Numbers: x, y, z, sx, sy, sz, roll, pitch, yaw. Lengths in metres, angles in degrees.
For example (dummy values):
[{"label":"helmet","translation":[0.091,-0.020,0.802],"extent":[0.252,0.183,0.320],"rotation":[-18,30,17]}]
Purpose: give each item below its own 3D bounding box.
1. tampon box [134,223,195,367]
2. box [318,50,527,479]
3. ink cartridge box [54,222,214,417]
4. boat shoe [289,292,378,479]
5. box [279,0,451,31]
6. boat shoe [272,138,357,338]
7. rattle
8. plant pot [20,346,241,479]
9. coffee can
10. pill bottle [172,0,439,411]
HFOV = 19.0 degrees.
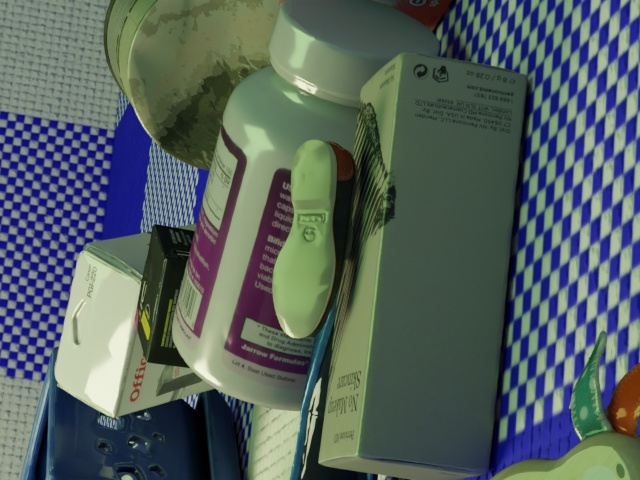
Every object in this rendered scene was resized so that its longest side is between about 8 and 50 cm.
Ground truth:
[{"label":"tampon box","translation":[-0.081,0.059,1.760],"extent":[0.120,0.161,0.101],"rotation":[-122,43,-72]},{"label":"box","translation":[0.069,0.021,1.294],"extent":[0.113,0.094,0.275],"rotation":[143,135,-72]},{"label":"ink cartridge box","translation":[-0.151,0.074,1.930],"extent":[0.092,0.218,0.158],"rotation":[28,114,34]},{"label":"boat shoe","translation":[0.033,0.113,1.419],"extent":[0.109,0.089,0.258],"rotation":[-78,-2,-64]},{"label":"box","translation":[0.056,-0.260,1.481],"extent":[0.257,0.122,0.128],"rotation":[125,151,-62]},{"label":"boat shoe","translation":[0.000,0.000,1.303],"extent":[0.043,0.049,0.137],"rotation":[14,-100,-59]},{"label":"rattle","translation":[0.104,0.137,0.939],"extent":[0.130,0.143,0.199],"rotation":[43,116,51]},{"label":"plant pot","translation":[-0.205,0.280,2.026],"extent":[0.236,0.212,0.236],"rotation":[-104,26,-58]},{"label":"coffee can","translation":[-0.116,-0.195,1.996],"extent":[0.275,0.201,0.201],"rotation":[-128,49,-73]},{"label":"pill bottle","translation":[-0.006,-0.032,1.490],"extent":[0.169,0.169,0.301],"rotation":[-104,27,-60]}]
